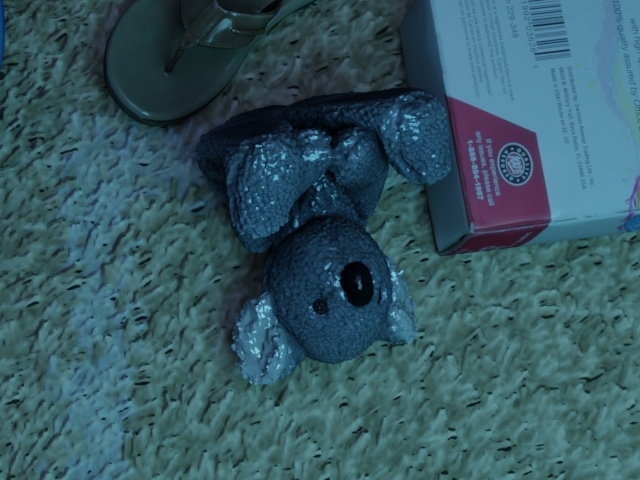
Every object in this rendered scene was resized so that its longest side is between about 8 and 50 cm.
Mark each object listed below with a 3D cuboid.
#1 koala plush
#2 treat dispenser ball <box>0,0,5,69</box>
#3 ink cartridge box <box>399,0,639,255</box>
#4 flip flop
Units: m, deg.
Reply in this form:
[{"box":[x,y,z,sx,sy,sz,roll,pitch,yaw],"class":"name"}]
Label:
[{"box":[0.000,0.000,1.194,0.196,0.203,0.221,-19,104,-24],"class":"koala plush"},{"box":[-0.382,-0.160,1.085,0.288,0.288,0.288,2,79,-9],"class":"treat dispenser ball"},{"box":[0.240,-0.119,1.258,0.306,0.131,0.226,-6,80,-12],"class":"ink cartridge box"},{"box":[-0.074,-0.209,1.251,0.277,0.080,0.112,-38,87,-14],"class":"flip flop"}]
